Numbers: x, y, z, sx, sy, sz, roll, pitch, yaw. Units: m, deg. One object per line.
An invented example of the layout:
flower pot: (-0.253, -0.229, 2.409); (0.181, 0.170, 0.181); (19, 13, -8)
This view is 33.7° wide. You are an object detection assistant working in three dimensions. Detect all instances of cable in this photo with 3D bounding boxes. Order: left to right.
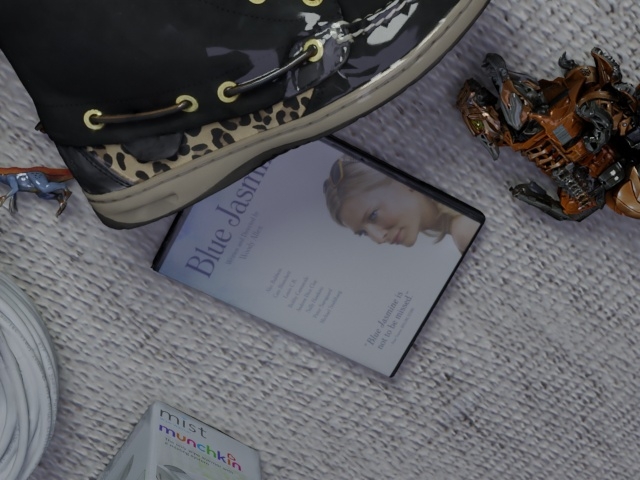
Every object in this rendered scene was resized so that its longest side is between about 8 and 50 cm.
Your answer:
cable: (-0.357, 0.128, 0.913); (0.257, 0.089, 0.257); (-28, 114, -1)

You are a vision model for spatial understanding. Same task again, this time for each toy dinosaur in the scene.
toy dinosaur: (-0.255, -0.051, 0.910); (0.082, 0.047, 0.090); (34, 68, -7)
toy dinosaur: (0.285, -0.097, 0.918); (0.321, 0.164, 0.218); (11, 123, -29)

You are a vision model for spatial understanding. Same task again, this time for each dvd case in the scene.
dvd case: (0.000, 0.000, 0.956); (0.253, 0.022, 0.180); (26, 104, -14)

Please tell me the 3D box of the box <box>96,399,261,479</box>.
box: (-0.167, 0.314, 0.930); (0.126, 0.231, 0.262); (30, 102, -15)

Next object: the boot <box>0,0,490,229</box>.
boot: (-0.081, -0.201, 0.758); (0.377, 0.138, 0.284); (-29, 123, 12)

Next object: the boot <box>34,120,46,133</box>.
boot: (-0.171, -0.080, 0.903); (0.106, 0.037, 0.114); (-28, 114, 5)
